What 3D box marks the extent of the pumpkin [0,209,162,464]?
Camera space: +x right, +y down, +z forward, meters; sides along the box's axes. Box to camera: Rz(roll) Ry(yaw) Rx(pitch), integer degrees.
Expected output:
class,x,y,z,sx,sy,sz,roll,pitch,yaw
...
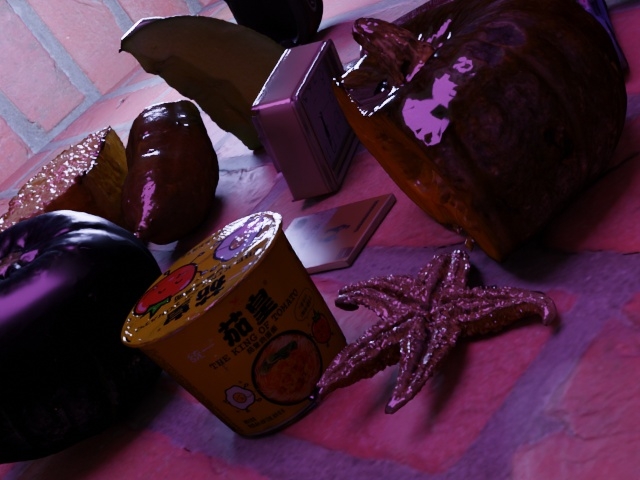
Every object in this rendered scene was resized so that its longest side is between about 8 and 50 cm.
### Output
class,x,y,z,sx,sy,sz,roll,pitch,yaw
pumpkin,-0.315,0.118,1.165,0.315,0.238,0.315,-15,32,9

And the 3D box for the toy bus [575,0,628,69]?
class,x,y,z,sx,sy,sz,roll,pitch,yaw
toy bus,0.252,-0.258,1.166,0.125,0.133,0.292,-28,23,22

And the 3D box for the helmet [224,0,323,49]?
class,x,y,z,sx,sy,sz,roll,pitch,yaw
helmet,-0.095,-0.464,2.060,0.216,0.189,0.193,-4,31,48

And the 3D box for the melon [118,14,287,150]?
class,x,y,z,sx,sy,sz,roll,pitch,yaw
melon,-0.157,-0.264,1.603,0.196,0.323,0.124,-20,47,43

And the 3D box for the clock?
class,x,y,z,sx,sy,sz,roll,pitch,yaw
clock,-0.011,-0.160,1.360,0.071,0.147,0.192,-11,30,23

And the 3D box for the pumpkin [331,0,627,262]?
class,x,y,z,sx,sy,sz,roll,pitch,yaw
pumpkin,0.147,-0.144,0.954,0.232,0.242,0.325,-44,23,-1

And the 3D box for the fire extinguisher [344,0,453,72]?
class,x,y,z,sx,sy,sz,roll,pitch,yaw
fire extinguisher,0.140,-0.273,1.424,0.269,0.105,0.105,-26,24,26

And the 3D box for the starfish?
class,x,y,z,sx,sy,sz,roll,pitch,yaw
starfish,0.092,0.068,0.868,0.240,0.043,0.227,-7,32,44

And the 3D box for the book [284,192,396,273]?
class,x,y,z,sx,sy,sz,roll,pitch,yaw
book,0.000,0.000,1.201,0.172,0.012,0.118,-14,32,46

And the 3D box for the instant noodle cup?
class,x,y,z,sx,sy,sz,roll,pitch,yaw
instant noodle cup,-0.069,0.084,0.957,0.182,0.144,0.182,-33,20,14

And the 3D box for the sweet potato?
class,x,y,z,sx,sy,sz,roll,pitch,yaw
sweet potato,-0.227,-0.092,1.571,0.157,0.158,0.370,-32,32,13

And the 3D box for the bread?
class,x,y,z,sx,sy,sz,roll,pitch,yaw
bread,-0.373,-0.039,1.646,0.194,0.179,0.340,-31,19,11
